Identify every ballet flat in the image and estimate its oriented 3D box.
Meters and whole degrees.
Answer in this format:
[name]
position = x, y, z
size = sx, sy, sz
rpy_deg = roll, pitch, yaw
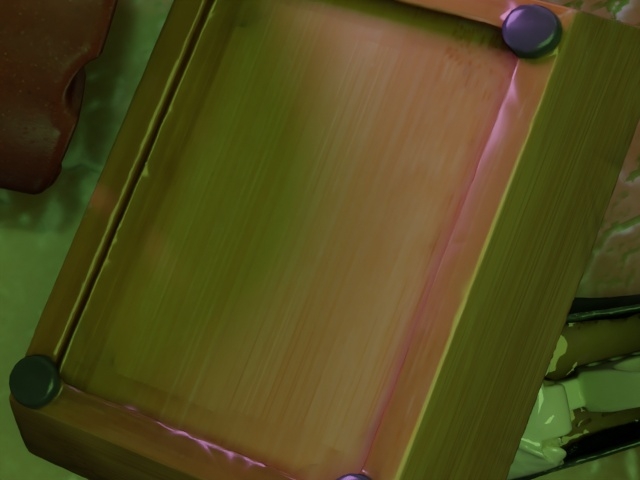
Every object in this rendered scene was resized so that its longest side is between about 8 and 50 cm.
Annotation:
[ballet flat]
position = 0.129, 0.069, 0.728
size = 0.280, 0.096, 0.095
rpy_deg = -15, 89, -10

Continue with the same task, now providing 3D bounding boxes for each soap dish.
[soap dish]
position = 0.000, 0.000, 0.664
size = 0.228, 0.118, 0.291
rpy_deg = 19, 83, 22

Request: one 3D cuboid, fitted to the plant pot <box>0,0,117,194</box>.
[plant pot]
position = -0.220, -0.149, 0.621
size = 0.265, 0.272, 0.272
rpy_deg = 16, 83, -15
